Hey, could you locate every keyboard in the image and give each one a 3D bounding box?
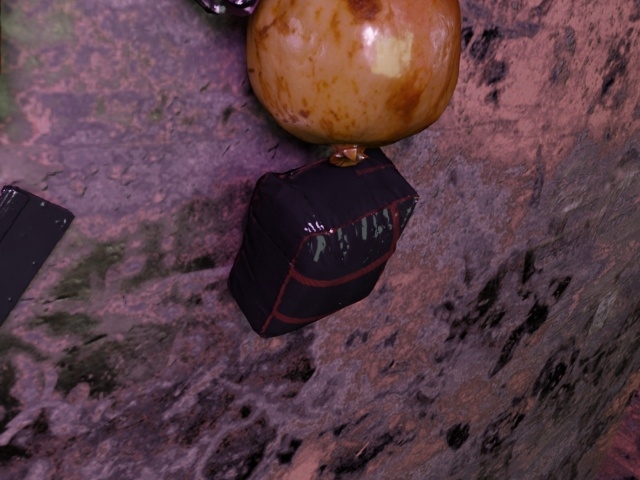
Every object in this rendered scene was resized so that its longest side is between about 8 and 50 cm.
[{"bbox_3d":[-0.316,0.056,0.558,0.231,0.023,0.072,-56,145,1],"label":"keyboard"}]

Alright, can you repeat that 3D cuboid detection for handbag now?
[{"bbox_3d":[0.000,0.000,0.701,0.169,0.155,0.215,-16,151,-30],"label":"handbag"}]

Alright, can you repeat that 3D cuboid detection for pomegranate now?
[{"bbox_3d":[0.037,-0.177,0.594,0.215,0.215,0.216,-23,129,-32],"label":"pomegranate"}]

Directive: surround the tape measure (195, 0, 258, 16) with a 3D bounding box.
[{"bbox_3d":[-0.098,-0.241,0.504,0.125,0.118,0.074,31,95,-31],"label":"tape measure"}]
